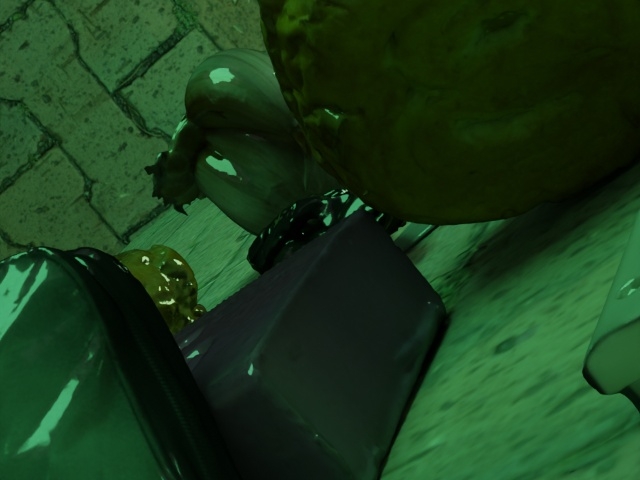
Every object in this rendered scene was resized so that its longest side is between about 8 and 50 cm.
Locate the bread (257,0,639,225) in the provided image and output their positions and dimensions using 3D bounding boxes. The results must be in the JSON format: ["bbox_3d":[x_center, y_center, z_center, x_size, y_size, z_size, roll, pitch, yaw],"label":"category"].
[{"bbox_3d":[0.072,-0.110,0.650,0.198,0.236,0.120,-19,36,5],"label":"bread"}]

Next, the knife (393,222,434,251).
[{"bbox_3d":[0.120,-0.066,0.893,0.244,0.032,0.058,-48,19,-20],"label":"knife"}]

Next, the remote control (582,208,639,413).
[{"bbox_3d":[0.195,-0.037,0.313,0.277,0.055,0.103,-35,9,36],"label":"remote control"}]

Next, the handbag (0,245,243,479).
[{"bbox_3d":[-0.182,0.156,0.542,0.332,0.191,0.075,-36,-22,14],"label":"handbag"}]

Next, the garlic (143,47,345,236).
[{"bbox_3d":[-0.070,-0.053,1.186,0.207,0.207,0.256,-33,35,40],"label":"garlic"}]

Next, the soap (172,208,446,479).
[{"bbox_3d":[-0.070,0.103,0.645,0.259,0.081,0.181,-35,10,30],"label":"soap"}]

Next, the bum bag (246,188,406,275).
[{"bbox_3d":[-0.001,0.001,0.914,0.102,0.069,0.248,-46,4,-1],"label":"bum bag"}]

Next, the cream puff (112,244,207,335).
[{"bbox_3d":[-0.168,0.090,0.977,0.189,0.129,0.189,-27,6,3],"label":"cream puff"}]
